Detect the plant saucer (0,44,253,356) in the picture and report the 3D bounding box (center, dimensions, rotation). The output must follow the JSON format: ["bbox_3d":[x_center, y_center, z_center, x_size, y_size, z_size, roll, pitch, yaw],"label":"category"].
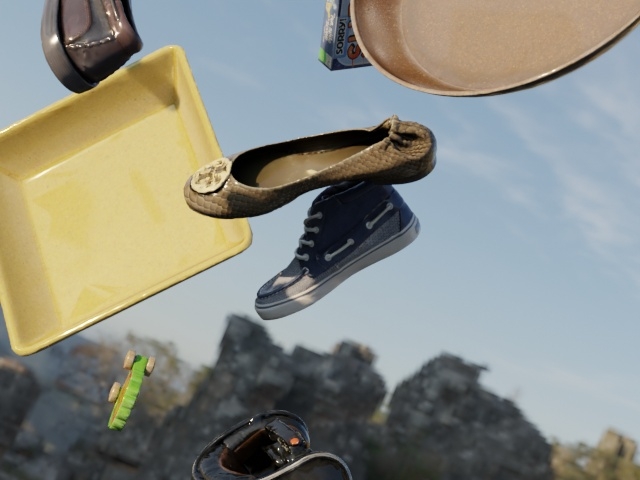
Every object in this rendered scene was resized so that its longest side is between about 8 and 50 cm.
[{"bbox_3d":[-0.267,-0.044,1.741,0.332,0.333,0.081,68,8,28],"label":"plant saucer"}]

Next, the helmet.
[{"bbox_3d":[-0.032,0.256,1.250,0.169,0.169,0.161,12,-53,54],"label":"helmet"}]

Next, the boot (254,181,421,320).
[{"bbox_3d":[0.000,0.000,1.356,0.086,0.190,0.069,56,6,-22],"label":"boot"}]

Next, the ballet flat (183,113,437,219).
[{"bbox_3d":[-0.014,-0.075,1.283,0.250,0.084,0.058,-9,-41,11],"label":"ballet flat"}]

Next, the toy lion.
[{"bbox_3d":[-0.219,0.179,1.523,0.034,0.096,0.100,22,-50,-9],"label":"toy lion"}]

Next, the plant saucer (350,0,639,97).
[{"bbox_3d":[0.170,-0.233,1.098,0.311,0.310,0.050,16,-19,42],"label":"plant saucer"}]

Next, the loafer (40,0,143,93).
[{"bbox_3d":[-0.219,-0.280,1.381,0.095,0.302,0.109,-19,-39,19],"label":"loafer"}]

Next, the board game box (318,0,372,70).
[{"bbox_3d":[0.073,-0.297,1.538,0.136,0.201,0.035,-11,36,-26],"label":"board game box"}]
